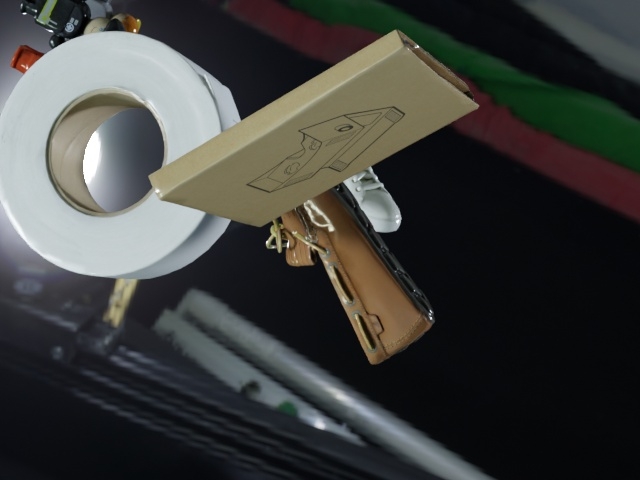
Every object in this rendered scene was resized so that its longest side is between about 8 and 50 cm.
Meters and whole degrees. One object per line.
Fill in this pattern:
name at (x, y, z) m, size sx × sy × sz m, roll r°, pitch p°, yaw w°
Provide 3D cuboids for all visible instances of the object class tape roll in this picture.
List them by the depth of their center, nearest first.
tape roll at (-0.232, -0.097, 1.392) m, size 0.286 × 0.286 × 0.100 m, roll 24°, pitch -179°, yaw 14°

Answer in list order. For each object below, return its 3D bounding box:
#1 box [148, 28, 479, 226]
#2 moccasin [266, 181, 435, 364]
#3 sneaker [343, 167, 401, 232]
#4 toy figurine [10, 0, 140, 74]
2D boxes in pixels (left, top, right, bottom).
box at (0.000, -0.072, 0.846) m, size 0.164 × 0.201 × 0.021 m, roll 15°, pitch -131°, yaw -66°
moccasin at (0.000, -0.001, 1.647) m, size 0.380 × 0.147 × 0.139 m, roll 54°, pitch -174°, yaw -8°
sneaker at (0.035, -0.131, 1.957) m, size 0.106 × 0.123 × 0.290 m, roll -13°, pitch -133°, yaw -44°
toy figurine at (-0.334, -0.318, 1.717) m, size 0.148 × 0.213 × 0.209 m, roll 27°, pitch -127°, yaw -4°
